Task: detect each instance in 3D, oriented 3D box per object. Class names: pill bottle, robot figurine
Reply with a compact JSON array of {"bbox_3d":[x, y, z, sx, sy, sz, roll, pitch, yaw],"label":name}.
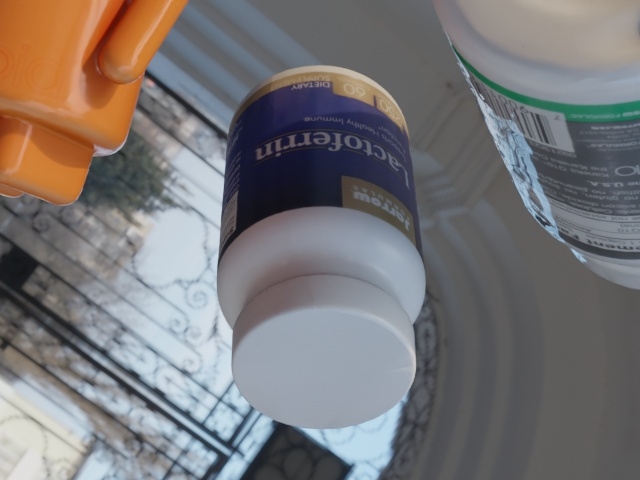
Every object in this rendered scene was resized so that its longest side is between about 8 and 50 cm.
[{"bbox_3d":[0.213,-0.104,0.748,0.204,0.204,0.361,-53,151,-5],"label":"pill bottle"},{"bbox_3d":[-0.164,-0.135,0.686,0.158,0.128,0.219,-6,-110,66],"label":"robot figurine"},{"bbox_3d":[0.000,0.000,0.837,0.153,0.153,0.265,-45,-150,32],"label":"pill bottle"}]
